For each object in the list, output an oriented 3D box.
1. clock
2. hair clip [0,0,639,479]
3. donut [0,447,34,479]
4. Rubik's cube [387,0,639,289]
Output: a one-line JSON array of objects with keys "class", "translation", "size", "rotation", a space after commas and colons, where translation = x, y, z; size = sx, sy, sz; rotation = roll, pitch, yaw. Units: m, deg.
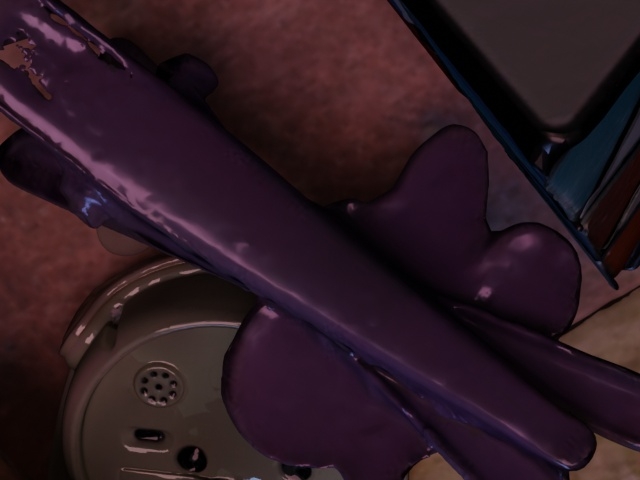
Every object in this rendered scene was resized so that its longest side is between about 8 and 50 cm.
[{"class": "clock", "translation": [-0.036, 0.073, 0.672], "size": [0.151, 0.062, 0.191], "rotation": [7, 114, 2]}, {"class": "hair clip", "translation": [-0.004, 0.001, 0.590], "size": [0.278, 0.090, 0.137], "rotation": [37, 79, 3]}, {"class": "donut", "translation": [-0.193, 0.186, 0.654], "size": [0.299, 0.150, 0.317], "rotation": [17, 132, 16]}, {"class": "Rubik's cube", "translation": [0.107, -0.155, 0.547], "size": [0.234, 0.284, 0.250], "rotation": [-39, 71, 7]}]
